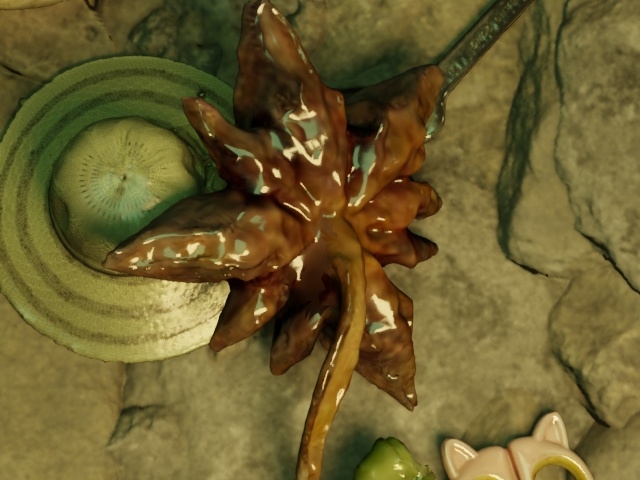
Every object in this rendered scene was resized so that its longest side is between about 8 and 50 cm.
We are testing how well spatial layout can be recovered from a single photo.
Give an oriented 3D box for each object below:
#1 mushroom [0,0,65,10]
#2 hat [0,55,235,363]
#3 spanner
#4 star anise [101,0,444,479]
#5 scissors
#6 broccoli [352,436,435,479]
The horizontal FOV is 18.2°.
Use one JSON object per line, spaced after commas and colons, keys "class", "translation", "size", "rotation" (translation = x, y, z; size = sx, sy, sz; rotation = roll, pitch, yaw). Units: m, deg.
{"class": "mushroom", "translation": [-0.211, -0.279, 1.524], "size": [0.253, 0.195, 0.189], "rotation": [-49, 113, -27]}
{"class": "hat", "translation": [-0.145, -0.038, 1.520], "size": [0.252, 0.110, 0.252], "rotation": [0, 78, -2]}
{"class": "spanner", "translation": [0.142, -0.176, 1.607], "size": [0.054, 0.015, 0.254], "rotation": [41, 79, 9]}
{"class": "star anise", "translation": [-0.002, -0.001, 1.486], "size": [0.292, 0.109, 0.349], "rotation": [35, 74, -17]}
{"class": "scissors", "translation": [0.179, 0.288, 1.485], "size": [0.160, 0.024, 0.317], "rotation": [-13, 75, -14]}
{"class": "broccoli", "translation": [0.002, 0.261, 1.397], "size": [0.177, 0.198, 0.275], "rotation": [30, 82, 0]}
